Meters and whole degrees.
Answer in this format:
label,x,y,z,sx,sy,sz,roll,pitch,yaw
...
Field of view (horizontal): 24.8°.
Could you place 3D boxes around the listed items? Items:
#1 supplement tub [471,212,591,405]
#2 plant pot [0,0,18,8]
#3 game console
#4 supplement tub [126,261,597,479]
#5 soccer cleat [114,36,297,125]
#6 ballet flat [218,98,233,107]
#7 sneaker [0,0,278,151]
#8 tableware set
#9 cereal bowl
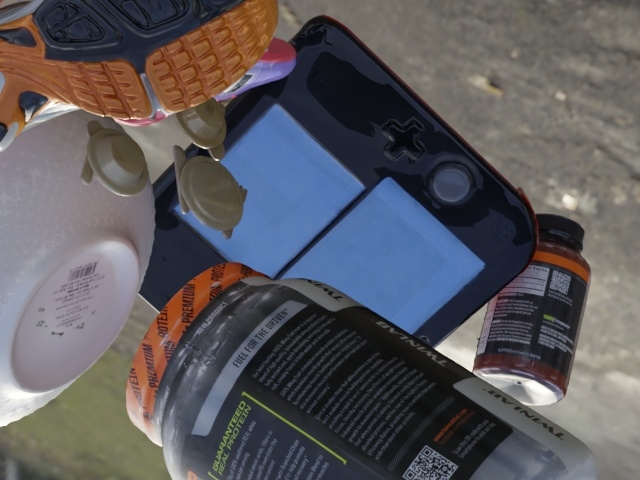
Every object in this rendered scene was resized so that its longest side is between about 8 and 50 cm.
label,x,y,z,sx,sy,sz,roll,pitch,yaw
supplement tub,0.235,0.072,1.585,0.106,0.198,0.106,15,157,6
plant pot,-0.323,-0.250,0.964,0.243,0.275,0.275,46,167,11
game console,0.000,0.000,1.555,0.342,0.386,0.060,41,-157,-13
supplement tub,0.024,0.165,1.131,0.338,0.207,0.207,31,167,26
soccer cleat,-0.145,-0.154,1.413,0.248,0.083,0.095,-3,117,2
ballet flat,-0.041,-0.169,1.634,0.248,0.086,0.086,-15,-173,-31
sneaker,-0.151,-0.123,0.902,0.262,0.121,0.099,-15,112,10
tableware set,-0.121,-0.082,1.123,0.168,0.141,0.020,26,138,-36
cereal bowl,-0.264,0.034,1.283,0.141,0.339,0.339,33,168,26
